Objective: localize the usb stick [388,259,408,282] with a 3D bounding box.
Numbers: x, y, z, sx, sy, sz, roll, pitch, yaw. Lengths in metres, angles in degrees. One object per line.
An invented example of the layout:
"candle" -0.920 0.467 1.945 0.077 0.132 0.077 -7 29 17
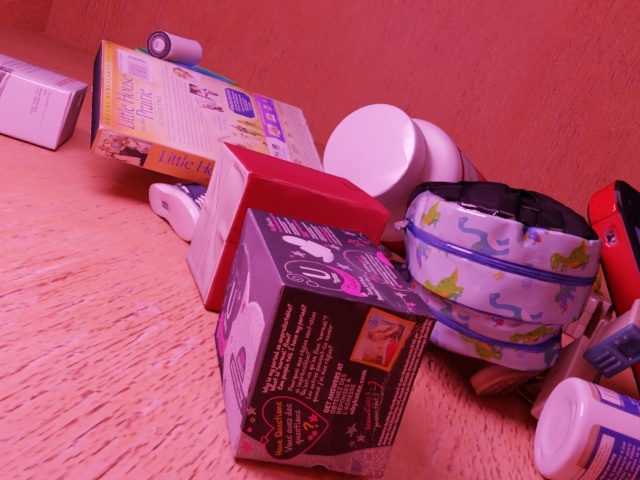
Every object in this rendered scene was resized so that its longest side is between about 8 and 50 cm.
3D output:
"usb stick" 0.243 0.096 1.339 0.277 0.045 0.077 18 12 -15

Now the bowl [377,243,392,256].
"bowl" 0.090 -0.035 1.572 0.170 0.080 0.170 20 13 -5

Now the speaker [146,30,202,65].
"speaker" -0.287 -0.379 1.455 0.055 0.055 0.136 24 14 14

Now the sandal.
"sandal" 0.299 0.202 0.972 0.239 0.088 0.079 2 53 -37

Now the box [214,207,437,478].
"box" -0.014 0.085 0.704 0.142 0.164 0.247 14 14 -14

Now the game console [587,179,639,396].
"game console" 0.520 0.116 1.067 0.060 0.387 0.341 -26 -26 39

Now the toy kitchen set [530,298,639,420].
"toy kitchen set" 0.384 0.174 0.842 0.166 0.207 0.122 41 48 4

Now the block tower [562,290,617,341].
"block tower" 0.560 0.165 1.451 0.335 0.097 0.091 30 16 31

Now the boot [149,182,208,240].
"boot" -0.204 -0.056 1.177 0.086 0.069 0.190 -10 27 -31

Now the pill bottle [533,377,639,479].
"pill bottle" 0.335 0.228 0.775 0.186 0.112 0.112 21 12 0

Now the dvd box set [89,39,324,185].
"dvd box set" -0.200 -0.204 1.329 0.420 0.062 0.308 14 35 -27

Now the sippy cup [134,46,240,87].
"sippy cup" -0.315 -0.265 1.563 0.305 0.224 0.240 19 14 -7

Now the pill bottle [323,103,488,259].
"pill bottle" 0.182 -0.082 1.357 0.229 0.229 0.407 30 -1 38

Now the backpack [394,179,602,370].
"backpack" 0.237 0.029 0.983 0.290 0.274 0.355 20 -6 3

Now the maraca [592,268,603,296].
"maraca" 0.696 0.097 1.958 0.127 0.099 0.186 36 -7 43

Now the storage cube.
"storage cube" -0.052 -0.005 0.978 0.193 0.184 0.215 15 14 -21

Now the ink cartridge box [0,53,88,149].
"ink cartridge box" -0.618 -0.287 1.410 0.289 0.122 0.211 18 13 -13
